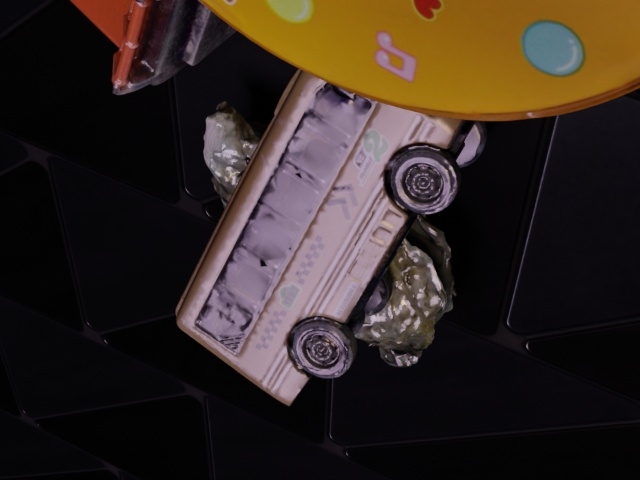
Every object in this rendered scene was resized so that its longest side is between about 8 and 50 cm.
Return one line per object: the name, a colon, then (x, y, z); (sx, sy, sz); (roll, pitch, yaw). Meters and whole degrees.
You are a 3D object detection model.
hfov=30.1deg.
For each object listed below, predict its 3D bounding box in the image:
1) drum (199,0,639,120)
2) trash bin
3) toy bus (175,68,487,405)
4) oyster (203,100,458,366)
drum: (0.068, -0.283, 0.591); (0.431, 0.214, 0.431); (23, 144, 17)
trash bin: (-0.152, -0.242, 0.857); (0.239, 0.184, 0.161); (38, 145, 5)
toy bus: (0.008, -0.026, 0.930); (0.157, 0.139, 0.289); (31, 119, 3)
oyster: (0.000, 0.000, 1.073); (0.268, 0.112, 0.198); (34, 145, 7)
